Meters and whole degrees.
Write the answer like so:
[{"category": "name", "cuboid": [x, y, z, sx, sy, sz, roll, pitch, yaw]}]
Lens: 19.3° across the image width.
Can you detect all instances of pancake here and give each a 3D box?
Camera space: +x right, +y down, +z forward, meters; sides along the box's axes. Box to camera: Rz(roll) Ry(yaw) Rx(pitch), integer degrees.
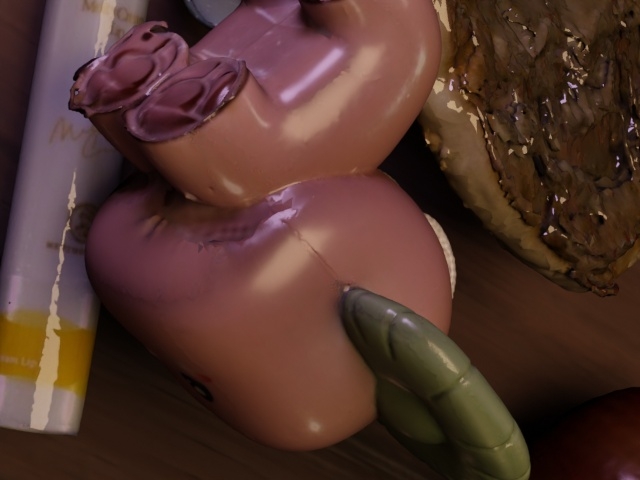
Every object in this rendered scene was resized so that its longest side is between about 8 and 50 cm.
[{"category": "pancake", "cuboid": [0.137, -0.150, 1.137, 0.382, 0.071, 0.382, 20, 66, -54]}]

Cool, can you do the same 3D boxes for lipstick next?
[{"category": "lipstick", "cuboid": [-0.138, -0.028, 1.023, 0.059, 0.059, 0.264, 11, 86, -35]}]

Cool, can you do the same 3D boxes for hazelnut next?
[{"category": "hazelnut", "cuboid": [0.222, 0.196, 1.206, 0.208, 0.208, 0.208, -3, 95, -35]}]

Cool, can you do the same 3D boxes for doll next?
[{"category": "doll", "cuboid": [0.000, 0.000, 0.975, 0.216, 0.284, 0.268, -41, 124, -12]}]

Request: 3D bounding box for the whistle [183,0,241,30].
[{"category": "whistle", "cuboid": [0.009, -0.173, 1.108, 0.236, 0.077, 0.114, -2, 70, -37]}]
